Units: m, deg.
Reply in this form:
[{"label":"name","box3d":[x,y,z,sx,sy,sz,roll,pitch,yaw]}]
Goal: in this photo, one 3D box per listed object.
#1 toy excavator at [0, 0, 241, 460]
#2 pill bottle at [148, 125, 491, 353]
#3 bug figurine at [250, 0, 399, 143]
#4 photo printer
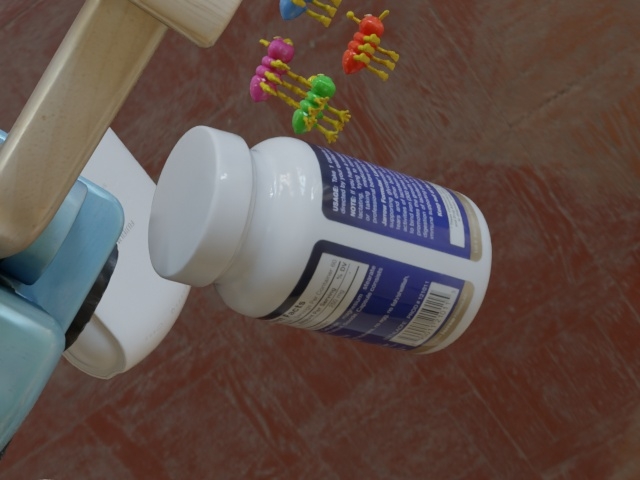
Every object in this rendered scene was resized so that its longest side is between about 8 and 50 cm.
[{"label":"toy excavator","box3d":[-0.212,0.000,0.660,0.222,0.445,0.433,32,82,-21]},{"label":"pill bottle","box3d":[0.000,0.000,0.882,0.264,0.153,0.153,16,107,-30]},{"label":"bug figurine","box3d":[-0.004,-0.256,1.404,0.072,0.279,0.216,29,90,30]},{"label":"photo printer","box3d":[-0.284,-0.002,1.277,0.107,0.256,0.307,-24,113,31]}]
